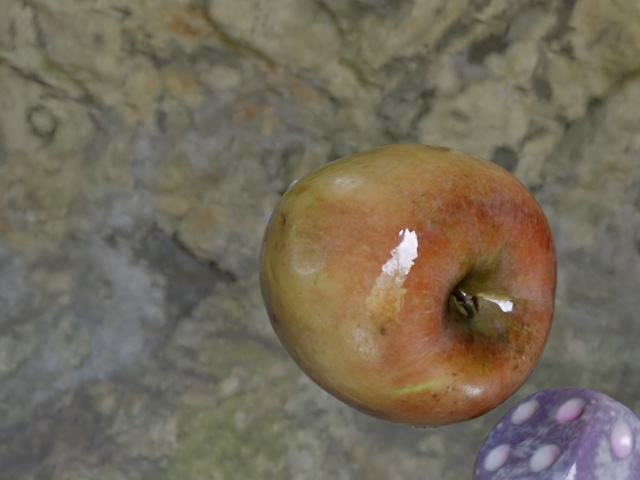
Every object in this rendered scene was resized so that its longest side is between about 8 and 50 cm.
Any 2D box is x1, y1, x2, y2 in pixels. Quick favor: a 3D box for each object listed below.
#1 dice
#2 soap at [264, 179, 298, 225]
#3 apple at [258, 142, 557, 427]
[{"bbox_3d":[0.473,0.458,2.733,0.270,0.271,0.270,-10,-54,51],"label":"dice"},{"bbox_3d":[0.000,0.000,1.888,0.149,0.100,0.056,30,20,-27],"label":"soap"},{"bbox_3d":[0.093,0.052,1.683,0.338,0.339,0.305,20,-7,-34],"label":"apple"}]
